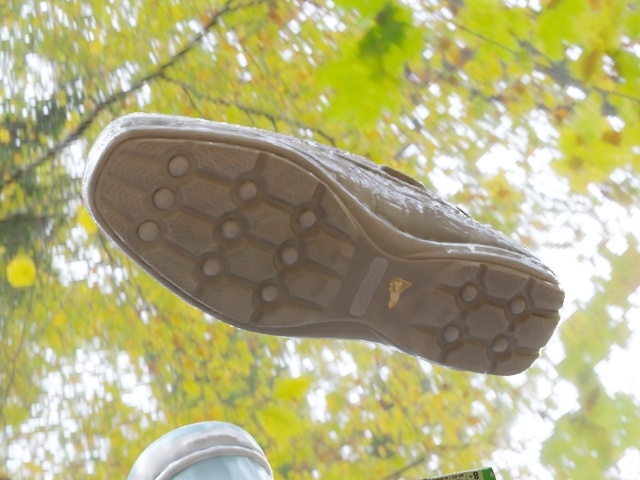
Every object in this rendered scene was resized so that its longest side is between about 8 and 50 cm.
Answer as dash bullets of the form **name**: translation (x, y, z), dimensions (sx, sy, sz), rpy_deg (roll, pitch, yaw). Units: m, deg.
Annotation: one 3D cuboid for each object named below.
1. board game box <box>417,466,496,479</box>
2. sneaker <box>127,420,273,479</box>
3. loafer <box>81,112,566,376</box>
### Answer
- **board game box**: translation (-0.037, 0.182, 0.635), dimensions (0.260, 0.030, 0.136), rpy_deg (-9, -111, -10)
- **sneaker**: translation (-0.063, 0.303, 1.029), dimensions (0.127, 0.208, 0.319), rpy_deg (-11, -57, -23)
- **loafer**: translation (0.000, 0.000, 0.907), dimensions (0.319, 0.111, 0.112), rpy_deg (23, -78, -31)
